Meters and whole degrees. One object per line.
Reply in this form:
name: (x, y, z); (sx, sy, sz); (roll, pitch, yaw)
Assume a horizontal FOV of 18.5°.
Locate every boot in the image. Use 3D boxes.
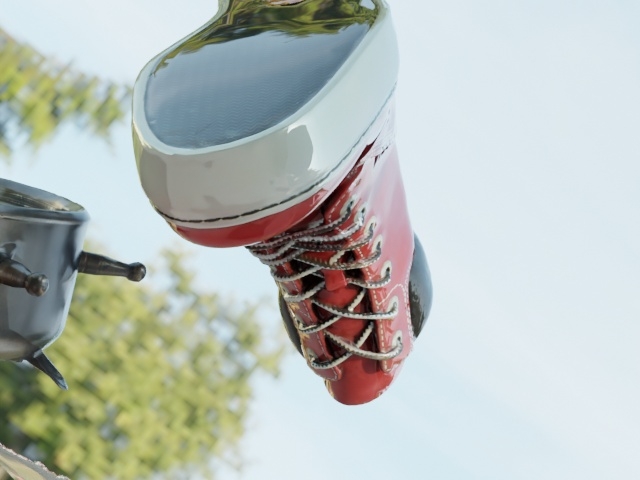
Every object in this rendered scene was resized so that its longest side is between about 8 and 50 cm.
boot: (0.000, 0.000, 0.721); (0.088, 0.244, 0.176); (-8, -72, 10)

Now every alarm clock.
alarm clock: (-0.166, -0.003, 0.675); (0.192, 0.064, 0.129); (18, 5, 12)

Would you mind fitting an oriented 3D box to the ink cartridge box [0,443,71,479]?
ink cartridge box: (-0.025, 0.104, 0.533); (0.179, 0.045, 0.145); (55, -19, -20)
